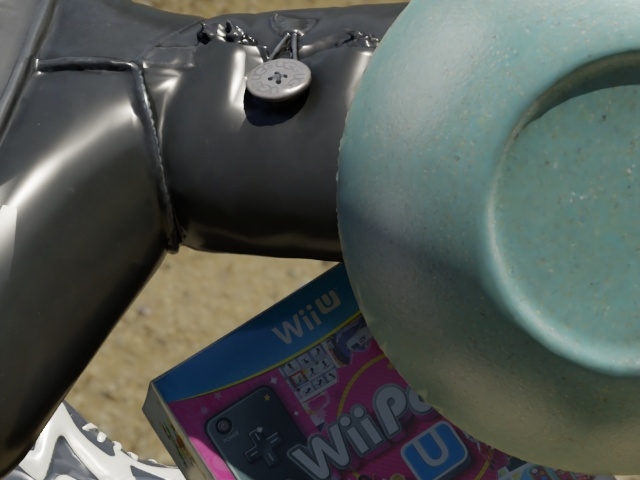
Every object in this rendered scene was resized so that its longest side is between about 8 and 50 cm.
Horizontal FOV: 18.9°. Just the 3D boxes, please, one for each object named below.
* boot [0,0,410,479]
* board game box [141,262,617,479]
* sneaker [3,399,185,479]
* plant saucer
[{"bbox_3d":[0.000,-0.002,1.145,0.445,0.146,0.367,5,58,5],"label":"boot"},{"bbox_3d":[0.057,0.168,1.256,0.224,0.303,0.097,-32,-9,-15],"label":"board game box"},{"bbox_3d":[-0.191,0.178,1.601,0.153,0.235,0.094,66,149,26],"label":"sneaker"},{"bbox_3d":[0.102,-0.012,0.626,0.195,0.195,0.037,-51,7,8],"label":"plant saucer"}]
